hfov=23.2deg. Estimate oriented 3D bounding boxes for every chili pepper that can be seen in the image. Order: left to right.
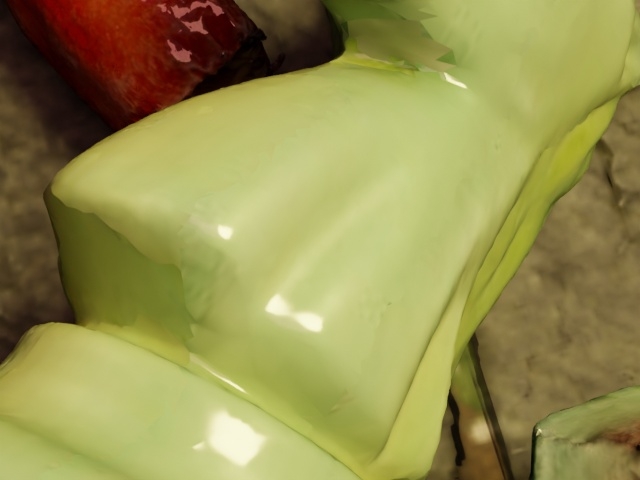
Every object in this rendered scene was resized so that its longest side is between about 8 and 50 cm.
[{"bbox_3d":[-0.070,-0.087,0.520,0.070,0.073,0.123,-45,72,20],"label":"chili pepper"}]

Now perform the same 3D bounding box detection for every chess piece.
[{"bbox_3d":[0.000,0.000,0.439,0.175,0.176,0.298,27,72,8],"label":"chess piece"}]

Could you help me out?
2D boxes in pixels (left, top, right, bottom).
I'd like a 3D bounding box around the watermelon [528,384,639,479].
[{"bbox_3d":[0.231,0.154,0.364,0.283,0.292,0.250,-16,105,-14],"label":"watermelon"}]
